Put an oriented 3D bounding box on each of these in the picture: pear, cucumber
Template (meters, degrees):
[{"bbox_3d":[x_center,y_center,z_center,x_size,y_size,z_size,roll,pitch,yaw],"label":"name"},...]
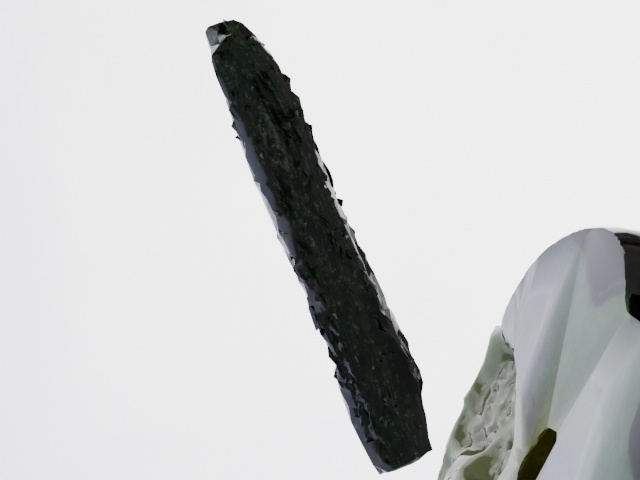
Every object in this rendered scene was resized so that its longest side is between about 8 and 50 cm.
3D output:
[{"bbox_3d":[0.210,0.195,1.351,0.165,0.399,0.398,19,-123,-15],"label":"pear"},{"bbox_3d":[-0.001,0.000,1.047,0.256,0.044,0.043,67,-164,-1],"label":"cucumber"}]
